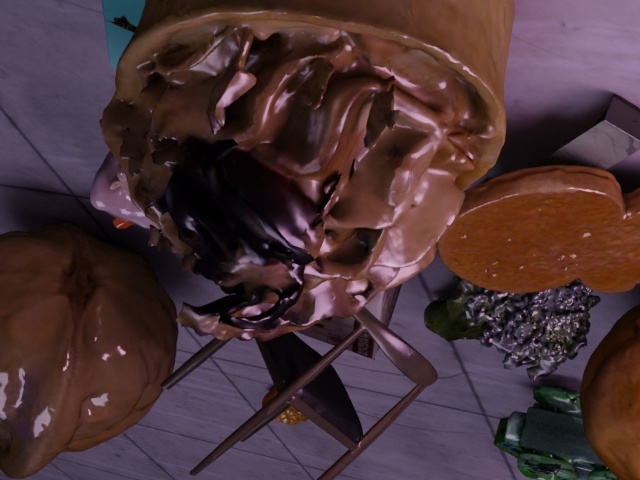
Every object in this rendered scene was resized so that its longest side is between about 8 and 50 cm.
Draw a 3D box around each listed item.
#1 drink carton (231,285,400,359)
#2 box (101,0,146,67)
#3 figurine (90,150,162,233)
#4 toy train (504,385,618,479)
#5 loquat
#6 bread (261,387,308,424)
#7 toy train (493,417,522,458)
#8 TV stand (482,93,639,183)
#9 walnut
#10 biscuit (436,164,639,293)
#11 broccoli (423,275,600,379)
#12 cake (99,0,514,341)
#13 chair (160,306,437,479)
[{"bbox_3d":[0.000,0.000,1.341,0.194,0.132,0.324,17,153,8],"label":"drink carton"},{"bbox_3d":[-0.129,-0.217,1.114,0.162,0.041,0.229,19,154,3],"label":"box"},{"bbox_3d":[-0.203,-0.080,1.363,0.112,0.137,0.229,51,154,13],"label":"figurine"},{"bbox_3d":[0.381,0.290,1.619,0.243,0.132,0.188,10,161,23],"label":"toy train"},{"bbox_3d":[0.385,0.166,1.258,0.193,0.238,0.238,29,164,39],"label":"loquat"},{"bbox_3d":[-0.054,0.287,2.044,0.083,0.044,0.111,28,152,-15],"label":"bread"},{"bbox_3d":[0.362,0.339,1.818,0.209,0.044,0.042,31,152,-20],"label":"toy train"},{"bbox_3d":[0.221,-0.067,1.136,0.049,0.040,0.256,29,154,-12],"label":"TV stand"},{"bbox_3d":[-0.386,0.156,1.697,0.384,0.383,0.383,18,154,9],"label":"walnut"},{"bbox_3d":[0.252,-0.008,1.136,0.289,0.044,0.202,0,149,-7],"label":"biscuit"},{"bbox_3d":[0.195,0.082,1.369,0.165,0.145,0.304,31,166,-9],"label":"broccoli"},{"bbox_3d":[-0.013,-0.074,0.931,0.333,0.321,0.332,7,157,3],"label":"cake"},{"bbox_3d":[-0.018,0.166,1.358,0.188,0.272,0.166,44,-169,-40],"label":"chair"}]
